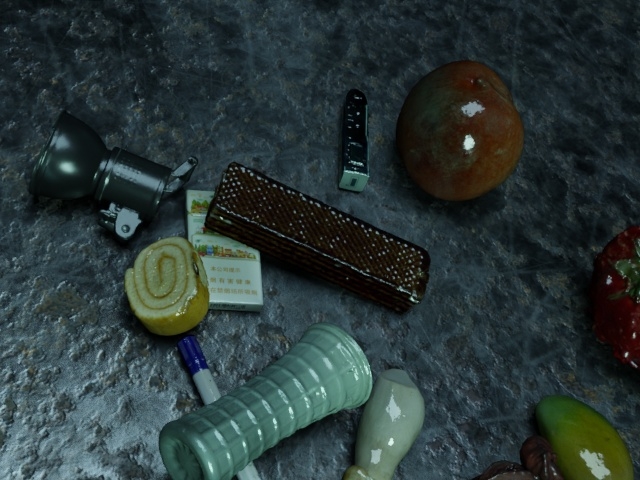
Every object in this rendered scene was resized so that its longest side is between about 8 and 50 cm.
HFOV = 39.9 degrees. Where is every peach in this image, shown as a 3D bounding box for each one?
[{"bbox_3d":[0.257,-0.206,1.633,0.252,0.252,0.252,9,52,-12],"label":"peach"}]

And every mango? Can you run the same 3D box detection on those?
[{"bbox_3d":[0.411,0.326,1.385,0.130,0.092,0.195,-22,55,-28],"label":"mango"}]

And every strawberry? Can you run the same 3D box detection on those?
[{"bbox_3d":[0.605,0.114,1.536,0.274,0.220,0.274,-10,66,22],"label":"strawberry"}]

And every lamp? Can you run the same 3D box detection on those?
[{"bbox_3d":[0.280,0.401,1.237,0.223,0.215,0.151,-28,28,0],"label":"lamp"},{"bbox_3d":[-0.336,-0.093,1.424,0.227,0.147,0.172,23,63,-11],"label":"lamp"}]

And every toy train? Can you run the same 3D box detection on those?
[{"bbox_3d":[0.063,-0.196,1.675,0.052,0.051,0.234,11,49,-11],"label":"toy train"}]

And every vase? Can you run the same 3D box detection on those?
[{"bbox_3d":[-0.075,0.237,1.223,0.299,0.143,0.143,-27,67,-40],"label":"vase"}]

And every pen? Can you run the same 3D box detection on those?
[{"bbox_3d":[-0.144,0.256,1.282,0.033,0.033,0.269,-16,62,-28],"label":"pen"}]

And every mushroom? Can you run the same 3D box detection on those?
[{"bbox_3d":[0.096,0.287,1.296,0.088,0.097,0.212,13,58,24],"label":"mushroom"}]

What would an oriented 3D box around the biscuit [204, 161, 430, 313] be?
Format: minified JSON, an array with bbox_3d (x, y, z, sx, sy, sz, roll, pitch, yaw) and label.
[{"bbox_3d":[0.000,0.000,1.470,0.388,0.073,0.107,24,51,-8],"label":"biscuit"}]

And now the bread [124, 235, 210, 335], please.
[{"bbox_3d":[-0.236,0.068,1.345,0.122,0.073,0.149,-17,57,0],"label":"bread"}]

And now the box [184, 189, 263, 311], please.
[{"bbox_3d":[-0.160,0.014,1.454,0.122,0.032,0.220,3,54,-16],"label":"box"}]
